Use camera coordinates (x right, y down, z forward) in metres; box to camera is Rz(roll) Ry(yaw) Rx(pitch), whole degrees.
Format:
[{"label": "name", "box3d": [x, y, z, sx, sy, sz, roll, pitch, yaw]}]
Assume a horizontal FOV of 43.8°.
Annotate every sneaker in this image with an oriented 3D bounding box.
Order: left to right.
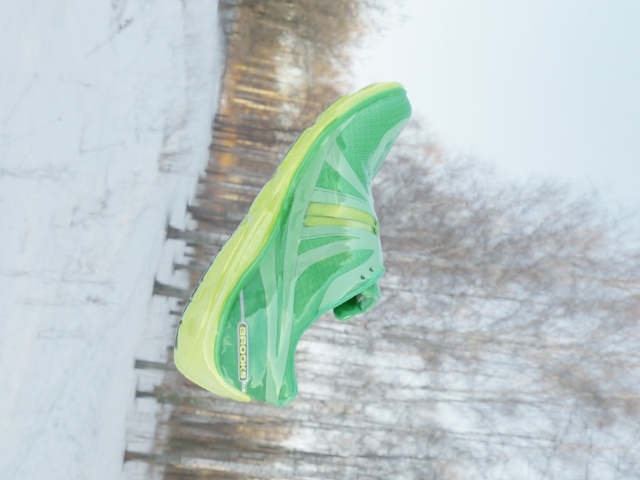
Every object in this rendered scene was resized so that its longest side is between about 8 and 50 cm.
[{"label": "sneaker", "box3d": [0.000, 0.000, 0.629, 0.296, 0.123, 0.109, -59, -176, -23]}]
